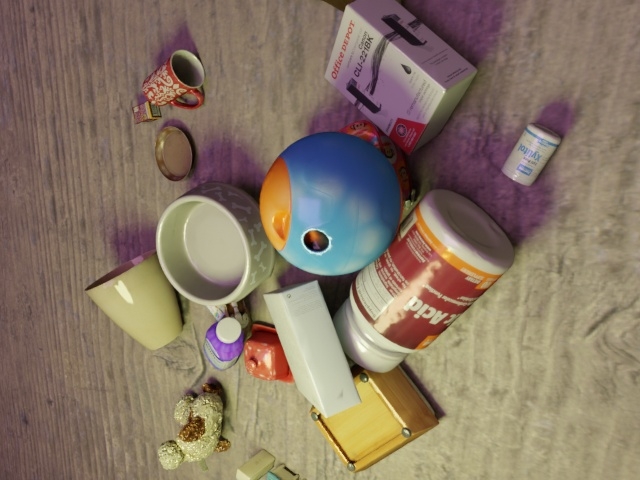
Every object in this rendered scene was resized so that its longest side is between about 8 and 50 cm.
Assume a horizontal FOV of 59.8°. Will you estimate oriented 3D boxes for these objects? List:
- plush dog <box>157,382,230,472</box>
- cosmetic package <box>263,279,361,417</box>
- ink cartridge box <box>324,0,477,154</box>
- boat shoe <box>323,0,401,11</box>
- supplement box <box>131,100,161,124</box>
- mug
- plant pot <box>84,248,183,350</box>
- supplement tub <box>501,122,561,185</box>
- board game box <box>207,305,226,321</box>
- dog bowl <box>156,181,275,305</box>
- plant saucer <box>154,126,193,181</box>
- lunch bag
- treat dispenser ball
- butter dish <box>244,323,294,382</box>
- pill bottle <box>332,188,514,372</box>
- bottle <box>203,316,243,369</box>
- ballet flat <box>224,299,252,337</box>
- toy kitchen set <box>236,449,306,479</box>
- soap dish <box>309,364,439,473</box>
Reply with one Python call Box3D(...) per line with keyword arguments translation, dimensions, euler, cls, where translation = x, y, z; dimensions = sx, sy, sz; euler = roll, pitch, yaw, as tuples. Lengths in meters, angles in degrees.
Box3D(translation=(-0.375, 0.582, 1.762), dimensions=(0.211, 0.262, 0.225), euler=(17, 126, -4), cls="plush dog")
Box3D(translation=(-0.034, 0.248, 1.361), dimensions=(0.377, 0.097, 0.284), euler=(155, 97, -77), cls="cosmetic package")
Box3D(translation=(0.154, -0.347, 1.155), dimensions=(0.273, 0.114, 0.197), euler=(47, 149, 14), cls="ink cartridge box")
Box3D(translation=(0.030, -0.592, 1.234), dimensions=(0.341, 0.122, 0.110), euler=(23, 91, 16), cls="boat shoe")
Box3D(translation=(-0.542, -0.398, 1.736), dimensions=(0.083, 0.043, 0.055), euler=(-7, 97, 36), cls="supplement box")
Box3D(translation=(-0.425, -0.443, 1.603), dimensions=(0.169, 0.113, 0.150), euler=(-16, 90, 40), cls="mug")
Box3D(translation=(-0.568, 0.207, 1.793), dimensions=(0.256, 0.256, 0.274), euler=(-19, 105, 37), cls="plant pot")
Box3D(translation=(0.413, -0.169, 1.092), dimensions=(0.071, 0.071, 0.107), euler=(37, 119, 23), cls="supplement tub")
Box3D(translation=(-0.330, 0.162, 1.726), dimensions=(0.154, 0.026, 0.103), euler=(48, 123, 17), cls="board game box")
Box3D(translation=(-0.296, 0.019, 1.507), dimensions=(0.349, 0.102, 0.348), euler=(7, 107, 25), cls="dog bowl")
Box3D(translation=(-0.444, -0.265, 1.706), dimensions=(0.168, 0.029, 0.168), euler=(10, 107, 34), cls="plant saucer")
Box3D(translation=(0.067, -0.127, 1.317), dimensions=(0.293, 0.120, 0.258), euler=(-15, 92, 36), cls="lunch bag")
Box3D(translation=(0.022, -0.073, 1.121), dimensions=(0.288, 0.288, 0.288), euler=(9, 106, 34), cls="treat dispenser ball")
Box3D(translation=(-0.164, 0.338, 1.592), dimensions=(0.160, 0.118, 0.160), euler=(8, 105, 35), cls="butter dish")
Box3D(translation=(0.204, 0.100, 1.207), dimensions=(0.224, 0.224, 0.392), euler=(47, 123, 17), cls="pill bottle")
Box3D(translation=(-0.277, 0.293, 1.607), dimensions=(0.118, 0.092, 0.283), euler=(53, 154, 11), cls="bottle")
Box3D(translation=(-0.251, 0.199, 1.635), dimensions=(0.073, 0.067, 0.206), euler=(-20, 100, -7), cls="ballet flat")
Box3D(translation=(-0.148, 0.777, 1.681), dimensions=(0.207, 0.122, 0.166), euler=(24, 114, 29), cls="toy kitchen set")
Box3D(translation=(0.121, 0.442, 1.413), dimensions=(0.229, 0.118, 0.291), euler=(53, 123, 14), cls="soap dish")
